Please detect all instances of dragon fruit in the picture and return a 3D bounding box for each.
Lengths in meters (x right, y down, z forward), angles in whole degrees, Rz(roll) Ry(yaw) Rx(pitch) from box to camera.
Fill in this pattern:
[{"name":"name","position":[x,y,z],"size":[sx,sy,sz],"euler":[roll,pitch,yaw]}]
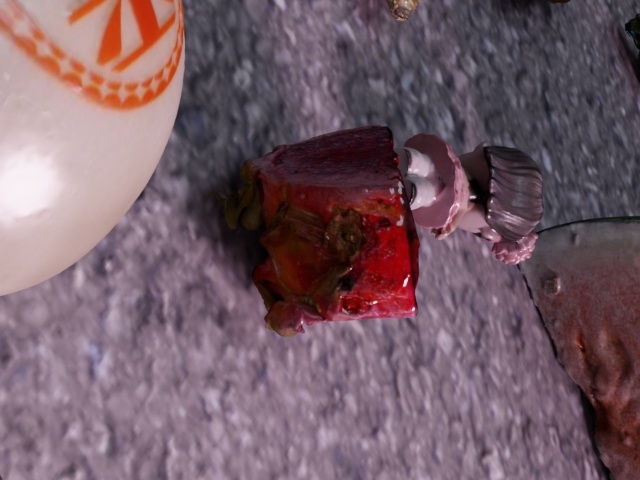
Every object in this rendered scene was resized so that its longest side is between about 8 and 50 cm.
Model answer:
[{"name":"dragon fruit","position":[0.000,0.000,0.928],"size":[0.147,0.096,0.102],"euler":[-79,157,-84]}]

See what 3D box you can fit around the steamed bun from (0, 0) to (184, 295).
[{"name":"steamed bun","position":[-0.140,-0.095,0.717],"size":[0.232,0.145,0.231],"euler":[30,50,-43]}]

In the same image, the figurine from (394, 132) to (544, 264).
[{"name":"figurine","position":[0.088,-0.026,1.086],"size":[0.129,0.054,0.072],"euler":[8,70,-51]}]

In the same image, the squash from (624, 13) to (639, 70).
[{"name":"squash","position":[0.291,-0.102,1.416],"size":[0.183,0.052,0.052],"euler":[53,37,-26]}]

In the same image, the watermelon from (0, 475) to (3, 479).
[{"name":"watermelon","position":[-0.139,0.129,0.639],"size":[0.158,0.121,0.098],"euler":[54,14,-28]}]

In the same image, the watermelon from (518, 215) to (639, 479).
[{"name":"watermelon","position":[0.246,0.098,1.154],"size":[0.262,0.213,0.201],"euler":[35,62,-32]}]

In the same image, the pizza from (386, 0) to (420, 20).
[{"name":"pizza","position":[0.036,-0.163,1.112],"size":[0.083,0.025,0.078],"euler":[27,47,-37]}]

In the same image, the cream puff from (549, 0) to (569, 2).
[{"name":"cream puff","position":[0.167,-0.225,1.260],"size":[0.144,0.103,0.126],"euler":[14,56,-51]}]
